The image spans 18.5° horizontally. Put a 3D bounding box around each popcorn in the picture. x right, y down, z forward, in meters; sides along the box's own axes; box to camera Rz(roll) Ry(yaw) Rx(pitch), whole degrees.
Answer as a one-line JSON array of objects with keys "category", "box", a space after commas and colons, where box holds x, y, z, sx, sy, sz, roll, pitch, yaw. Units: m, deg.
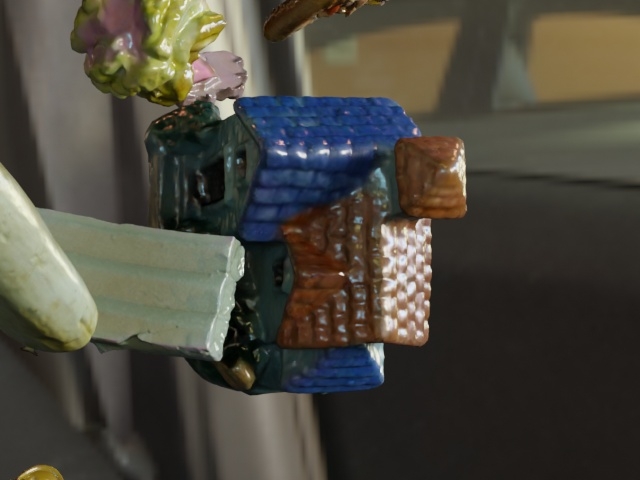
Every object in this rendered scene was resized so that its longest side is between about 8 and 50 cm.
[{"category": "popcorn", "box": [-0.157, -0.198, 1.784, 0.126, 0.145, 0.125, 19, -26, -35]}]

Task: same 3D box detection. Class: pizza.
[{"category": "pizza", "box": [0.043, -0.261, 2.030, 0.195, 0.052, 0.185, -28, 2, -36]}]

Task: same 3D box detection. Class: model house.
[{"category": "model house", "box": [0.000, 0.000, 1.908, 0.251, 0.295, 0.329, 4, -7, -26]}]

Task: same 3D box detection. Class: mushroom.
[{"category": "mushroom", "box": [-0.247, -0.012, 1.400, 0.100, 0.081, 0.312, 21, -24, 26]}]

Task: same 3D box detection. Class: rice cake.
[{"category": "rice cake", "box": [-0.196, 0.040, 1.828, 0.237, 0.127, 0.043, 11, -12, 11]}]

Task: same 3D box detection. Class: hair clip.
[{"category": "hair clip", "box": [-0.206, -0.261, 2.195, 0.173, 0.300, 0.069, -23, -16, -44]}]

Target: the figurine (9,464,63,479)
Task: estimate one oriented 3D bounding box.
[{"category": "figurine", "box": [-0.343, 0.322, 2.229, 0.082, 0.154, 0.098, 20, -21, 7]}]
